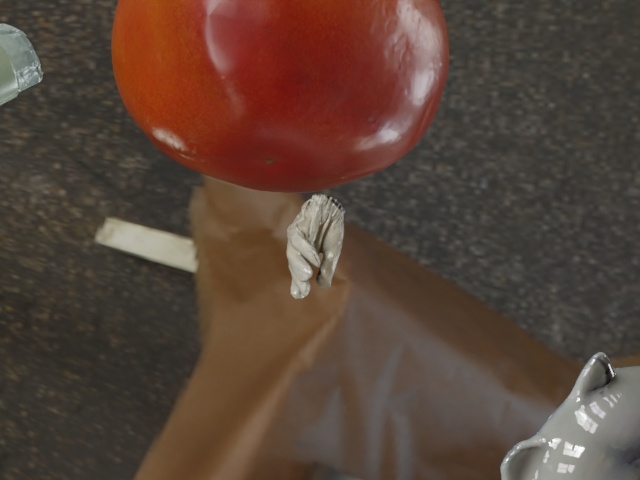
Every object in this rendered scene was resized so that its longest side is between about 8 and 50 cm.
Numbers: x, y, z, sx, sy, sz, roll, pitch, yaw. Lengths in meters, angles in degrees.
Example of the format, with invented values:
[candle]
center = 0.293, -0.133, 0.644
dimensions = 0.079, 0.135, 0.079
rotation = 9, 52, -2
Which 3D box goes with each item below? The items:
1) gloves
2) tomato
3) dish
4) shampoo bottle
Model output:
[gloves]
center = -0.002, 0.001, 1.096
dimensions = 0.044, 0.037, 0.081
rotation = 35, 59, -29
[tomato]
center = -0.033, -0.136, 1.281
dimensions = 0.260, 0.260, 0.180
rotation = 30, 53, -34
[dish]
center = 0.271, 0.204, 1.424
dimensions = 0.236, 0.086, 0.228
rotation = -16, 121, -27
[shampoo bottle]
center = -0.332, -0.123, 1.423
dimensions = 0.212, 0.049, 0.072
rotation = -30, 86, -42
